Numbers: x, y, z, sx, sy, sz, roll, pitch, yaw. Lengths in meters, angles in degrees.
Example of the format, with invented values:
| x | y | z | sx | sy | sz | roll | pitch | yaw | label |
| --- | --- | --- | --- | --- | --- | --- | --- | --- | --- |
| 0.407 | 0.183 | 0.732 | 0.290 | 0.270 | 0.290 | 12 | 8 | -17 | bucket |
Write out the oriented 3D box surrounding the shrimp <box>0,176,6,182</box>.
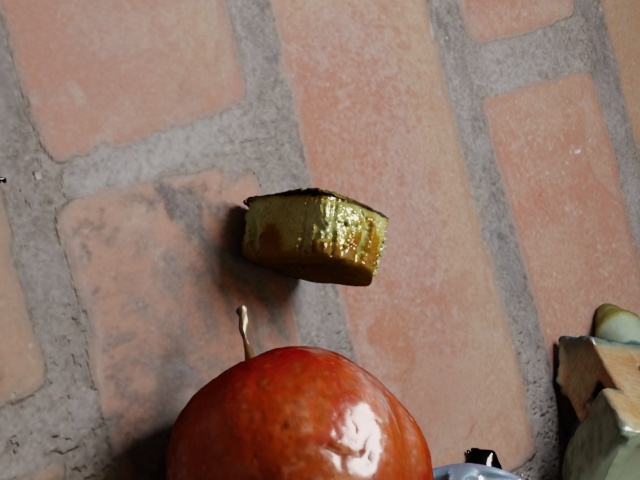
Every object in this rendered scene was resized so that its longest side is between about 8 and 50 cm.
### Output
| x | y | z | sx | sy | sz | roll | pitch | yaw | label |
| --- | --- | --- | --- | --- | --- | --- | --- | --- | --- |
| -0.312 | -0.022 | 1.322 | 0.161 | 0.034 | 0.091 | -14 | 104 | -47 | shrimp |

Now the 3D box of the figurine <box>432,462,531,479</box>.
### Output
| x | y | z | sx | sy | sz | roll | pitch | yaw | label |
| --- | --- | --- | --- | --- | --- | --- | --- | --- | --- |
| 0.088 | 0.405 | 1.543 | 0.388 | 0.276 | 0.248 | -56 | 148 | -58 | figurine |

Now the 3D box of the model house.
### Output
| x | y | z | sx | sy | sz | roll | pitch | yaw | label |
| --- | --- | --- | --- | --- | --- | --- | --- | --- | --- |
| 0.384 | 0.209 | 2.087 | 0.267 | 0.194 | 0.325 | 10 | 33 | -22 | model house |

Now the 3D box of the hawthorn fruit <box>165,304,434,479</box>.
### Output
| x | y | z | sx | sy | sz | roll | pitch | yaw | label |
| --- | --- | --- | --- | --- | --- | --- | --- | --- | --- |
| -0.034 | 0.180 | 1.483 | 0.242 | 0.242 | 0.272 | 1 | 64 | -53 | hawthorn fruit |

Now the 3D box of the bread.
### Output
| x | y | z | sx | sy | sz | roll | pitch | yaw | label |
| --- | --- | --- | --- | --- | --- | --- | --- | --- | --- |
| 0.000 | 0.000 | 1.634 | 0.128 | 0.140 | 0.069 | 20 | 73 | -43 | bread |

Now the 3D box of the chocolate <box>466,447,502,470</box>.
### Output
| x | y | z | sx | sy | sz | roll | pitch | yaw | label |
| --- | --- | --- | --- | --- | --- | --- | --- | --- | --- |
| 0.212 | 0.290 | 1.908 | 0.147 | 0.072 | 0.070 | 36 | 94 | -33 | chocolate |
